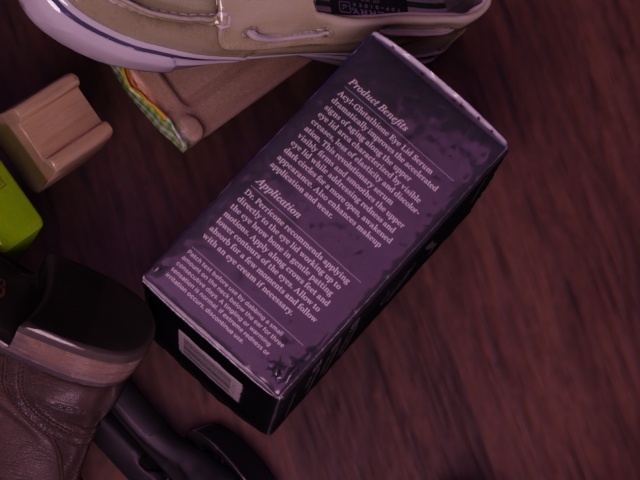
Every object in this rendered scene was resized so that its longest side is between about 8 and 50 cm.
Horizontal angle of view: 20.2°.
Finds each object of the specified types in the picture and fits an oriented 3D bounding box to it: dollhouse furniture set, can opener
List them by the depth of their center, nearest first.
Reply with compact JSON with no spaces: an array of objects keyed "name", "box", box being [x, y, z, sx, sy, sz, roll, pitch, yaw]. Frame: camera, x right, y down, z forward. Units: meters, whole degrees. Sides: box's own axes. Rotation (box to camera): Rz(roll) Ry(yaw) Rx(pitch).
[{"name":"can opener","box":[-0.110,0.121,1.099,0.186,0.073,0.059,40,116,8]},{"name":"dollhouse furniture set","box":[-0.170,-0.119,1.140,0.301,0.151,0.198,-39,97,-35]}]

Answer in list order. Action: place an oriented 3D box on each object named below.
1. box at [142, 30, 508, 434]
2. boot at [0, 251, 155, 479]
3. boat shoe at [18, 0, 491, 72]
[{"name":"box","box":[0.000,0.000,1.081,0.108,0.153,0.207,41,76,6]},{"name":"boot","box":[-0.229,0.092,1.017,0.263,0.229,0.091,27,34,0]},{"name":"boat shoe","box":[-0.034,-0.163,1.088,0.302,0.094,0.109,-1,75,-31]}]
